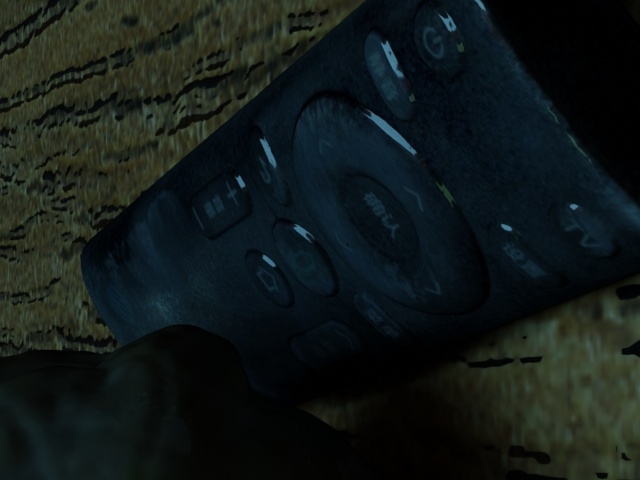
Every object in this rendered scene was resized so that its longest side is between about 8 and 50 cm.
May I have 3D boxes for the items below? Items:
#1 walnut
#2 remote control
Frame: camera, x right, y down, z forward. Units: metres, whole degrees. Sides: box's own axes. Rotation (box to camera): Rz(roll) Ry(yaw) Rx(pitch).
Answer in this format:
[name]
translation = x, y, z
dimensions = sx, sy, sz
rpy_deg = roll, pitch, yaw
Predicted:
[walnut]
translation = -0.063, 0.128, 0.573
dimensions = 0.224, 0.224, 0.224
rpy_deg = -178, 90, -68
[remote control]
translation = 0.000, 0.000, 0.605
dimensions = 0.107, 0.044, 0.377
rpy_deg = 49, 155, -6
